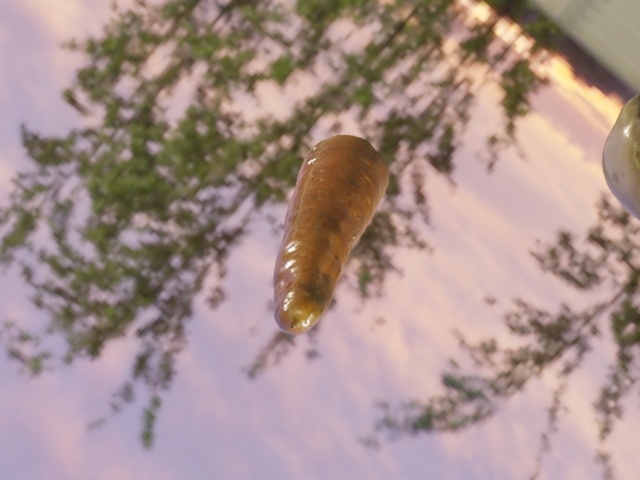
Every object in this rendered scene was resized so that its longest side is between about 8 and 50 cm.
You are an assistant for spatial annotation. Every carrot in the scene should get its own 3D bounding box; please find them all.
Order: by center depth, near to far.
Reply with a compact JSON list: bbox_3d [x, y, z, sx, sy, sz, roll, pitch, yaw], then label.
[{"bbox_3d":[0.000,0.000,0.877,0.061,0.061,0.209,39,-153,-10],"label":"carrot"}]

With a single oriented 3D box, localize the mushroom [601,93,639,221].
[{"bbox_3d":[0.246,-0.066,0.545,0.118,0.270,0.103,-110,-4,-63],"label":"mushroom"}]
